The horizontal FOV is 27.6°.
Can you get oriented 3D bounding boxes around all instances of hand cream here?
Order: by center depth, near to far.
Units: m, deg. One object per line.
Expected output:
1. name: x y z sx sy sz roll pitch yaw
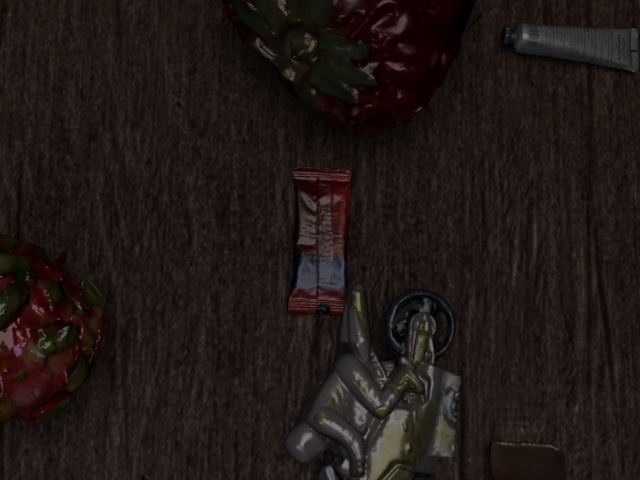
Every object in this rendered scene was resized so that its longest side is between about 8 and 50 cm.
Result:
1. hand cream: 0.348 -0.273 1.810 0.194 0.042 0.067 6 70 -7

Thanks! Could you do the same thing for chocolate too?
1. chocolate: 0.265 0.293 1.685 0.101 0.031 0.064 0 60 -7

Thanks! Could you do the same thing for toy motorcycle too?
1. toy motorcycle: 0.068 0.225 1.649 0.223 0.108 0.340 5 85 -8

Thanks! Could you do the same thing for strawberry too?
1. strawberry: 0.065 -0.326 1.713 0.317 0.295 0.345 28 44 19

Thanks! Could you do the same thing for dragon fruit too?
1. dragon fruit: -0.414 0.109 1.588 0.303 0.231 0.237 5 89 8

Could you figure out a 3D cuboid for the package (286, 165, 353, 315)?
1. package: 0.000 0.000 1.736 0.083 0.022 0.200 3 79 -2
